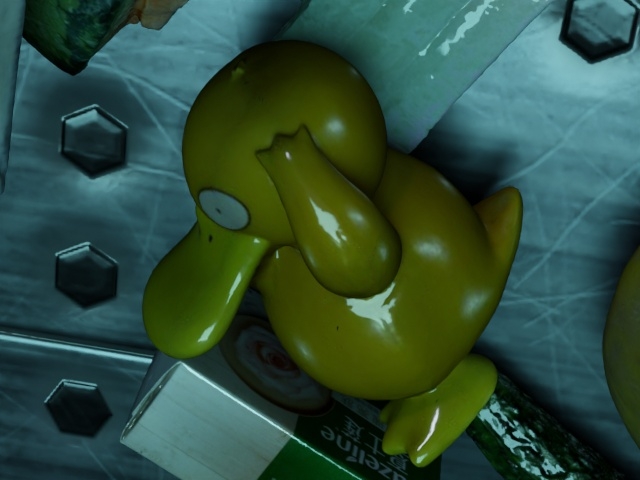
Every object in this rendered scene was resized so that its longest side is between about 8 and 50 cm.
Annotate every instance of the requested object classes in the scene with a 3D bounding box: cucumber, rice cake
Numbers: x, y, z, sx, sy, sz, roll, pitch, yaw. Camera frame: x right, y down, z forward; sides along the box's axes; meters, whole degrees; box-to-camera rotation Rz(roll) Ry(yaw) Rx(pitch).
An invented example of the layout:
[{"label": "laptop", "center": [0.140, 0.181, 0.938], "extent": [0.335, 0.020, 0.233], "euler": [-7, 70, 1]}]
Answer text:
[{"label": "cucumber", "center": [0.185, 0.179, 1.027], "extent": [0.293, 0.067, 0.067], "euler": [40, 114, -11]}, {"label": "rice cake", "center": [0.070, -0.148, 0.898], "extent": [0.124, 0.038, 0.211], "euler": [34, 115, -10]}]

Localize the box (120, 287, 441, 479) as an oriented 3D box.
[{"label": "box", "center": [-0.019, 0.121, 0.985], "extent": [0.199, 0.135, 0.081], "euler": [31, 114, -9]}]

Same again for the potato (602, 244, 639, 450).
[{"label": "potato", "center": [0.258, 0.076, 0.932], "extent": [0.154, 0.137, 0.200], "euler": [-30, 111, -13]}]

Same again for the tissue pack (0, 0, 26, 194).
[{"label": "tissue pack", "center": [-0.303, -0.213, 0.733], "extent": [0.394, 0.124, 0.288], "euler": [38, 136, 26]}]

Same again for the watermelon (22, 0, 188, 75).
[{"label": "watermelon", "center": [-0.121, -0.260, 0.791], "extent": [0.250, 0.283, 0.293], "euler": [36, 89, -26]}]

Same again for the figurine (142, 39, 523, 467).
[{"label": "figurine", "center": [0.009, 0.000, 0.895], "extent": [0.228, 0.215, 0.215], "euler": [22, 118, -26]}]
